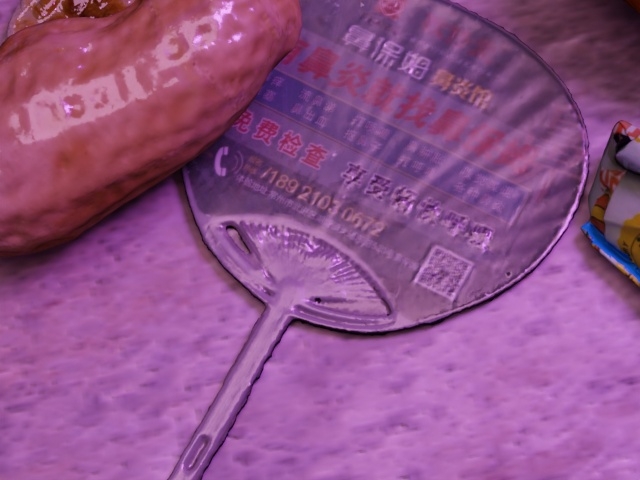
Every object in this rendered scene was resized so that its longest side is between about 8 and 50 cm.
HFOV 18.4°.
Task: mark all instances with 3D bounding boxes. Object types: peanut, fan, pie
[{"bbox_3d":[-0.112,-0.075,1.037,0.226,0.095,0.108,-31,97,4],"label":"peanut"},{"bbox_3d":[0.032,-0.010,1.055,0.223,0.012,0.294,-1,72,6],"label":"fan"},{"bbox_3d":[-0.134,-0.115,1.104,0.084,0.020,0.084,-2,72,6],"label":"pie"}]

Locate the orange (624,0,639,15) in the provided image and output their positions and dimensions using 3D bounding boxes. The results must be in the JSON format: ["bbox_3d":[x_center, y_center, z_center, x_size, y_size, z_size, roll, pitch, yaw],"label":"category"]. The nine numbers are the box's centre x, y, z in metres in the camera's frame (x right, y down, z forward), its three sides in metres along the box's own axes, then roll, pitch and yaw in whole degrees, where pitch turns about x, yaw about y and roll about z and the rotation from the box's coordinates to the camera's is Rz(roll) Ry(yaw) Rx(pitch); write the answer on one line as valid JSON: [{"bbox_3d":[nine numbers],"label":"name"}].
[{"bbox_3d":[0.216,-0.193,0.998,0.206,0.206,0.206,-2,72,7],"label":"orange"}]

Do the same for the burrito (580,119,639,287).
[{"bbox_3d":[0.226,0.055,0.970,0.054,0.104,0.288,-14,46,-42],"label":"burrito"}]
